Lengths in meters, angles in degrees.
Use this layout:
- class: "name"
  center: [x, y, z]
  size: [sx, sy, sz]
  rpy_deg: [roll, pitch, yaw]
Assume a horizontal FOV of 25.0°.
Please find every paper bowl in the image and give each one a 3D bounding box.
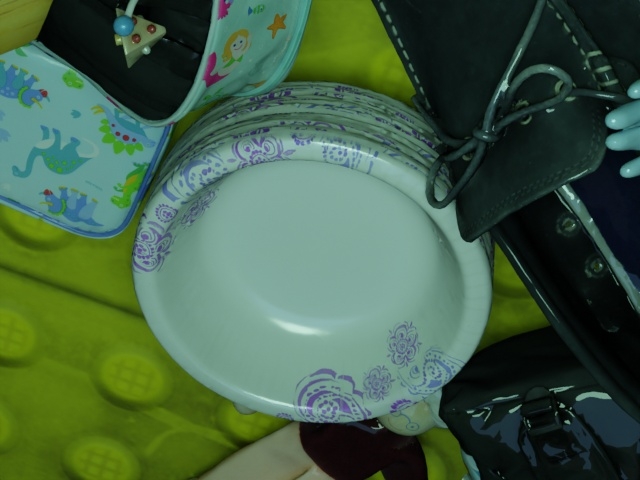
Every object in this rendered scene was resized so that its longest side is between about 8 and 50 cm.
- class: "paper bowl"
  center: [0.000, 0.000, 1.172]
  size: [0.284, 0.148, 0.284]
  rpy_deg: [4, 125, 6]

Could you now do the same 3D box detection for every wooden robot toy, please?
- class: "wooden robot toy"
  center: [-0.094, -0.190, 0.840]
  size: [0.079, 0.076, 0.173]
  rpy_deg: [-11, 107, -7]

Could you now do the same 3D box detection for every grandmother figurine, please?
- class: "grandmother figurine"
  center: [0.013, 0.199, 1.345]
  size: [0.208, 0.104, 0.342]
  rpy_deg: [32, 127, -24]

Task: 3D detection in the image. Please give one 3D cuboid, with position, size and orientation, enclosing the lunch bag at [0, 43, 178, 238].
- class: "lunch bag"
  center: [-0.231, -0.106, 1.170]
  size: [0.219, 0.090, 0.176]
  rpy_deg: [23, 125, -7]

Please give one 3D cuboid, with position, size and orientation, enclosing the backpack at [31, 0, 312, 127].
- class: "backpack"
  center: [-0.108, -0.207, 0.980]
  size: [0.253, 0.191, 0.225]
  rpy_deg: [43, 134, 33]

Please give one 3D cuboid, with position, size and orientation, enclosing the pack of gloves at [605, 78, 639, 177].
- class: "pack of gloves"
  center: [0.274, -0.135, 0.894]
  size: [0.232, 0.046, 0.195]
  rpy_deg: [-7, 130, -26]

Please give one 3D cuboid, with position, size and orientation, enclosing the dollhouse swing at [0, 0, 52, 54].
- class: "dollhouse swing"
  center: [-0.328, -0.299, 0.848]
  size: [0.347, 0.315, 0.305]
  rpy_deg: [49, 148, 21]

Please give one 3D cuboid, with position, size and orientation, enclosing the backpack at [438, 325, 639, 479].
- class: "backpack"
  center: [0.282, 0.230, 1.247]
  size: [0.290, 0.273, 0.356]
  rpy_deg: [-16, 103, 11]

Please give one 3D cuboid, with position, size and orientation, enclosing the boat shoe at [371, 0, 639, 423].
- class: "boat shoe"
  center: [0.157, -0.079, 0.992]
  size: [0.500, 0.156, 0.187]
  rpy_deg: [54, 142, -3]
